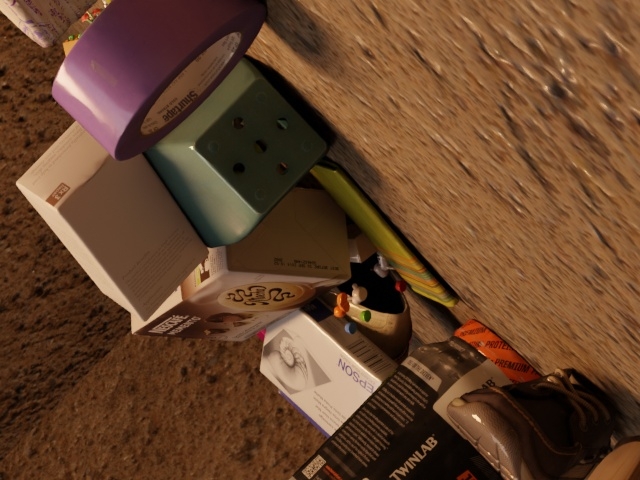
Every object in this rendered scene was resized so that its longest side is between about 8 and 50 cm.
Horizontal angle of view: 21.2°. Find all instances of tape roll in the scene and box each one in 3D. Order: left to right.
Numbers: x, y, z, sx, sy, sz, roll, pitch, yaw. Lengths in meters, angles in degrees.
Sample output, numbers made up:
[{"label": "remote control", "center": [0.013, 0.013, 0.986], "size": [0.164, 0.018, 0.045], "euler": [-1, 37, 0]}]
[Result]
[{"label": "tape roll", "center": [-0.140, -0.163, 1.495], "size": [0.080, 0.189, 0.189], "euler": [45, 175, 6]}]

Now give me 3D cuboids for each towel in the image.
[{"label": "towel", "center": [0.072, -0.013, 2.008], "size": [0.237, 0.021, 0.102], "euler": [48, 169, -25]}]

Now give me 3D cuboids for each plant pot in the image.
[{"label": "plant pot", "center": [-0.094, -0.102, 1.848], "size": [0.166, 0.165, 0.234], "euler": [46, 170, -12]}]

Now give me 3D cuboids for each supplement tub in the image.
[{"label": "supplement tub", "center": [0.122, 0.269, 2.057], "size": [0.207, 0.338, 0.207], "euler": [44, 175, 5]}]

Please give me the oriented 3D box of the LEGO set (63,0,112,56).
[{"label": "LEGO set", "center": [-0.266, -0.265, 2.128], "size": [0.107, 0.132, 0.287], "euler": [56, 177, -24]}]

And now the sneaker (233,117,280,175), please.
[{"label": "sneaker", "center": [-0.133, -0.080, 2.140], "size": [0.147, 0.145, 0.385], "euler": [29, 161, 15]}]

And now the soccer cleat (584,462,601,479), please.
[{"label": "soccer cleat", "center": [0.380, 0.328, 2.067], "size": [0.196, 0.068, 0.076], "euler": [40, 174, -36]}]

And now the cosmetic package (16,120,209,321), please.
[{"label": "cosmetic package", "center": [-0.224, -0.023, 1.877], "size": [0.085, 0.117, 0.231], "euler": [30, 161, 37]}]

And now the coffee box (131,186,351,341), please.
[{"label": "coffee box", "center": [-0.109, 0.031, 2.135], "size": [0.168, 0.119, 0.297], "euler": [5, 160, -29]}]

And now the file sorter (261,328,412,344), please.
[{"label": "file sorter", "center": [-0.020, 0.106, 2.775], "size": [0.291, 0.182, 0.202], "euler": [47, 174, -33]}]

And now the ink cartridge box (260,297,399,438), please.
[{"label": "ink cartridge box", "center": [0.008, 0.193, 2.244], "size": [0.223, 0.045, 0.224], "euler": [39, 139, 33]}]

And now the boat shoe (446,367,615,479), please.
[{"label": "boat shoe", "center": [0.227, 0.188, 1.770], "size": [0.132, 0.130, 0.355], "euler": [47, -178, 18]}]

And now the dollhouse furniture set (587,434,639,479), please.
[{"label": "dollhouse furniture set", "center": [0.370, 0.310, 1.501], "size": [0.362, 0.256, 0.394], "euler": [45, 154, -11]}]

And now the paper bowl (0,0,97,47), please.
[{"label": "paper bowl", "center": [-0.338, -0.351, 1.794], "size": [0.284, 0.148, 0.284], "euler": [44, 176, 4]}]

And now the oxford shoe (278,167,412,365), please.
[{"label": "oxford shoe", "center": [0.000, 0.000, 2.294], "size": [0.397, 0.140, 0.146], "euler": [48, 146, 23]}]

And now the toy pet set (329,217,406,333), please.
[{"label": "toy pet set", "center": [0.036, 0.038, 2.137], "size": [0.065, 0.122, 0.114], "euler": [5, 120, 41]}]
